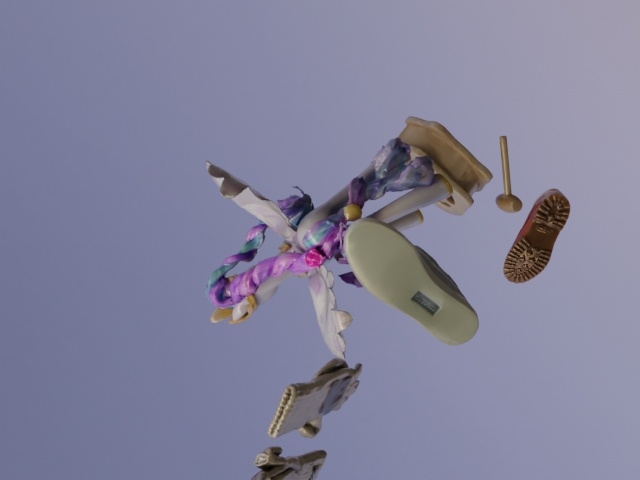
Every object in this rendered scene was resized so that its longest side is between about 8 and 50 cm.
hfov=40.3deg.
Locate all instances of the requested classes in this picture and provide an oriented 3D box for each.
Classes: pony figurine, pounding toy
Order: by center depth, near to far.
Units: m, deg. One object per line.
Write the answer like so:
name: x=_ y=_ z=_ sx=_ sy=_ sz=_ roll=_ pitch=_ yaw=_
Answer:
pony figurine: x=0.000 y=0.000 z=1.225 sx=0.363 sy=0.351 sz=0.303 roll=-32 pitch=-96 yaw=-12
pounding toy: x=0.270 y=-0.152 z=1.705 sx=0.269 sy=0.154 sz=0.155 roll=41 pitch=-100 yaw=-16

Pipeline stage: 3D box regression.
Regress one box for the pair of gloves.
pair of gloves: x=-0.035 y=0.262 z=1.154 sx=0.042 sy=0.240 sz=0.204 roll=31 pitch=-159 yaw=24

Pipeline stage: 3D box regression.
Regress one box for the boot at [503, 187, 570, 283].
boot: x=0.333 y=-0.008 z=1.344 sx=0.059 sy=0.158 sz=0.085 roll=27 pitch=-160 yaw=0

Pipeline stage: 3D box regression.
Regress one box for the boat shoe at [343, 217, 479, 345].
boat shoe: x=0.109 y=0.046 z=1.106 sx=0.227 sy=0.079 sz=0.081 roll=42 pitch=-168 yaw=-23
